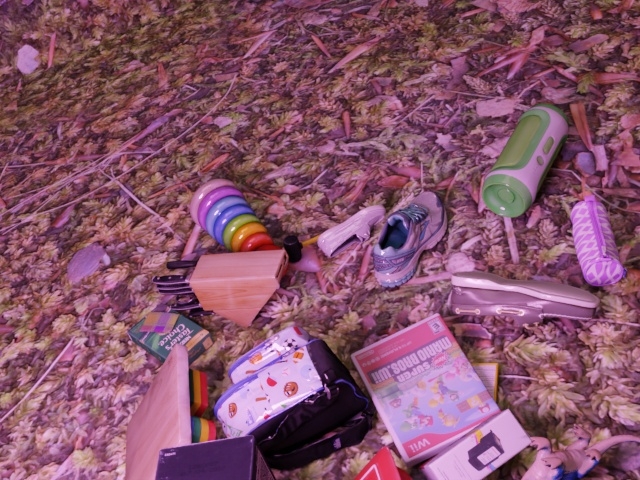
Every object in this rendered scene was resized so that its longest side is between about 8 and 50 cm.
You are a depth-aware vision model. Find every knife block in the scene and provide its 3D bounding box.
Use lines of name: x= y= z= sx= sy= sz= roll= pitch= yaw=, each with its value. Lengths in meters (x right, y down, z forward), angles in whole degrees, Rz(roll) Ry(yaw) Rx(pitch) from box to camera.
knife block: x=-0.231 y=0.080 z=2.161 sx=0.242 sy=0.276 sz=0.088 roll=27 pitch=47 yaw=-10

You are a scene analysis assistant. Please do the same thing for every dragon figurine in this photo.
dragon figurine: x=0.423 y=0.401 z=1.683 sx=0.289 sy=0.144 sz=0.085 roll=-11 pitch=39 yaw=-19

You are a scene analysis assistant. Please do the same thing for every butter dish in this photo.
butter dish: x=0.126 y=0.471 z=1.707 sx=0.160 sy=0.118 sz=0.160 roll=-54 pitch=31 yaw=25

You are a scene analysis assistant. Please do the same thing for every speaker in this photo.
speaker: x=0.481 y=-0.190 z=2.284 sx=0.131 sy=0.131 sz=0.296 roll=11 pitch=49 yaw=30

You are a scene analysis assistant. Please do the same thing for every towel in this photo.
towel: x=-0.364 y=0.186 z=2.215 sx=0.083 sy=0.009 sz=0.060 roll=0 pitch=43 yaw=20

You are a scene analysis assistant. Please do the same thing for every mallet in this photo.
mallet: x=0.000 y=0.000 z=2.333 sx=0.189 sy=0.062 sz=0.039 roll=-17 pitch=40 yaw=-21

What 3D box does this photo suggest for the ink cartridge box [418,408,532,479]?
ink cartridge box: x=0.271 y=0.377 z=1.720 sx=0.175 sy=0.127 sz=0.072 roll=-33 pitch=79 yaw=-11

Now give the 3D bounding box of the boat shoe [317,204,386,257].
boat shoe: x=0.083 y=-0.020 z=2.301 sx=0.184 sy=0.066 sz=0.063 roll=-26 pitch=61 yaw=-18

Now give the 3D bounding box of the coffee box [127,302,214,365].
coffee box: x=-0.339 y=0.218 z=2.209 sx=0.113 sy=0.040 sz=0.184 roll=-41 pitch=45 yaw=-24

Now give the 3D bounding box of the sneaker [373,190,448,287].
sneaker: x=0.205 y=-0.027 z=2.211 sx=0.110 sy=0.122 sz=0.283 roll=9 pitch=48 yaw=28

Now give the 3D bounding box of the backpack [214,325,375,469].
backpack: x=-0.068 y=0.304 z=1.846 sx=0.263 sy=0.276 sz=0.213 roll=-36 pitch=56 yaw=0

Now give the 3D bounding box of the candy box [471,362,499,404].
candy box: x=0.245 y=0.290 z=1.919 sx=0.206 sy=0.027 sz=0.105 roll=-3 pitch=47 yaw=18

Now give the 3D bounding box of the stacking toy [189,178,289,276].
stacking toy: x=-0.186 y=-0.013 z=2.345 sx=0.141 sy=0.141 sz=0.330 roll=-31 pitch=46 yaw=-14

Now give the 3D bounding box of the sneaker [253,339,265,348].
sneaker: x=-0.094 y=0.261 z=2.078 sx=0.118 sy=0.067 sz=0.042 roll=33 pitch=55 yaw=8

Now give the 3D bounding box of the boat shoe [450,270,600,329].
boat shoe: x=0.411 y=0.128 z=1.988 sx=0.305 sy=0.091 sz=0.109 roll=9 pitch=11 yaw=26

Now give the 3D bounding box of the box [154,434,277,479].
box: x=-0.155 y=0.533 z=1.599 sx=0.182 sy=0.294 sz=0.296 roll=-11 pitch=41 yaw=13

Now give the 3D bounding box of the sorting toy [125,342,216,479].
sorting toy: x=-0.286 y=0.381 z=1.880 sx=0.089 sy=0.257 sz=0.255 roll=20 pitch=31 yaw=-23

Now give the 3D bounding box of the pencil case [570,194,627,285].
pencil case: x=0.581 y=0.004 z=2.063 sx=0.086 sy=0.088 sz=0.206 roll=-11 pitch=40 yaw=10

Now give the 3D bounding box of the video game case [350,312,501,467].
video game case: x=0.201 y=0.284 z=1.903 sx=0.204 sy=0.025 sz=0.285 roll=-25 pitch=45 yaw=-4
